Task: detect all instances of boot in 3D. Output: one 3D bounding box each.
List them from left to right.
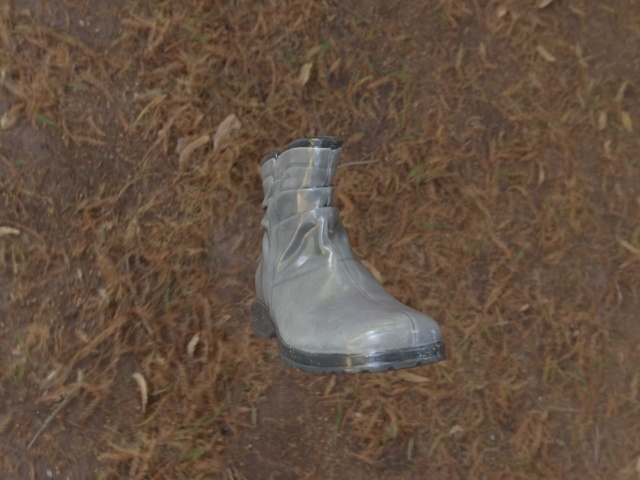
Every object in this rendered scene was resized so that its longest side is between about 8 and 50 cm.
[{"bbox_3d":[0.000,0.000,0.475,0.083,0.246,0.161,-2,94,-24],"label":"boot"}]
